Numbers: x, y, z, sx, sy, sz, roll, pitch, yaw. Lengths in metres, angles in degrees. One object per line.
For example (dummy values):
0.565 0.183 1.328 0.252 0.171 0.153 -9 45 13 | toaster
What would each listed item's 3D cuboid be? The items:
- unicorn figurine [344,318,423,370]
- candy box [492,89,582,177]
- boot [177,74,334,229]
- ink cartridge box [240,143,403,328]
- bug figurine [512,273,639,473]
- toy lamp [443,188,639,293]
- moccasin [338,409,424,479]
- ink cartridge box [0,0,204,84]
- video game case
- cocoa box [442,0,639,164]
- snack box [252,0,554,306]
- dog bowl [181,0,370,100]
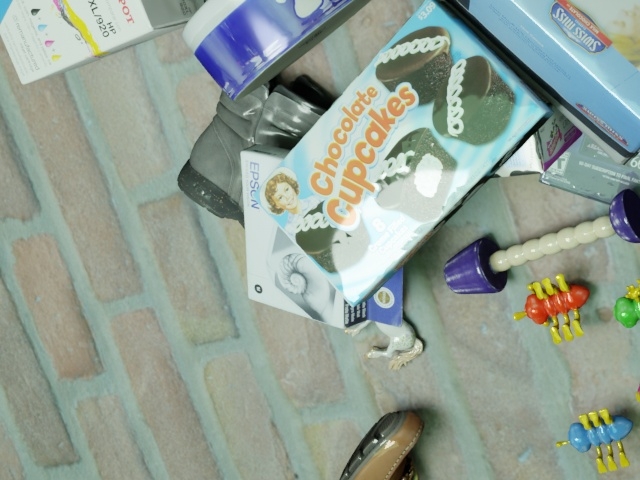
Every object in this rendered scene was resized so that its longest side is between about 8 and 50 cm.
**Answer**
0.089 0.116 1.559 0.111 0.060 0.162 -28 127 32 | unicorn figurine
0.188 -0.128 1.355 0.234 0.159 0.071 -5 109 33 | candy box
-0.026 -0.092 1.506 0.338 0.118 0.222 32 114 4 | boot
0.000 0.000 1.406 0.224 0.045 0.223 13 118 30 | ink cartridge box
0.388 0.159 1.444 0.216 0.072 0.278 -16 98 21 | bug figurine
0.285 0.010 1.416 0.275 0.080 0.080 -23 99 37 | toy lamp
0.087 0.411 1.631 0.147 0.139 0.380 25 118 12 | moccasin
-0.310 -0.341 1.495 0.233 0.168 0.171 -16 102 27 | ink cartridge box
0.402 -0.167 1.340 0.196 0.026 0.274 20 117 15 | video game case
0.290 -0.288 1.167 0.347 0.228 0.231 44 91 8 | cocoa box
0.088 -0.098 1.261 0.187 0.060 0.322 47 112 12 | snack box
-0.037 -0.291 1.343 0.265 0.265 0.104 -34 95 30 | dog bowl
